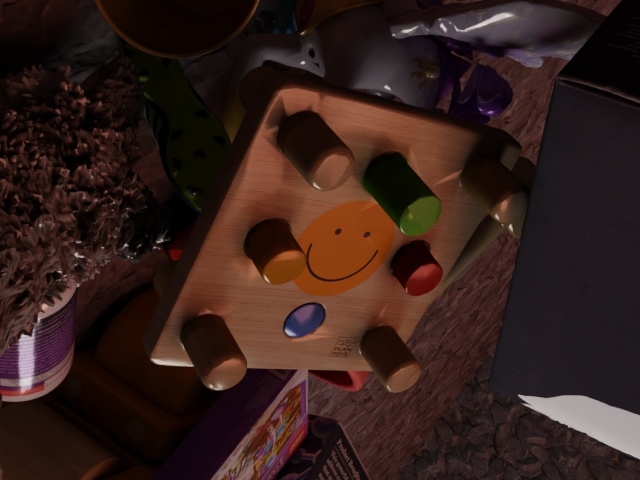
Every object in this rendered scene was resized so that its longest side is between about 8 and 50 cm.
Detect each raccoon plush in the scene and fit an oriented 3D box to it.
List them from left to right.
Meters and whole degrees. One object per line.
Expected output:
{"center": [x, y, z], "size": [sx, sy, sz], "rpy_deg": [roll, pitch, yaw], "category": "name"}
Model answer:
{"center": [-0.179, 0.024, 0.597], "size": [0.299, 0.446, 0.216], "rpy_deg": [-15, 130, -32], "category": "raccoon plush"}

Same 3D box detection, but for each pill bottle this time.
{"center": [-0.277, 0.053, 0.846], "size": [0.108, 0.108, 0.193], "rpy_deg": [-30, 153, -37], "category": "pill bottle"}

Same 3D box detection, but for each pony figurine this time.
{"center": [0.079, -0.176, 0.890], "size": [0.351, 0.303, 0.363], "rpy_deg": [15, 97, -39], "category": "pony figurine"}

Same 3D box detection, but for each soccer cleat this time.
{"center": [-0.118, -0.096, 0.798], "size": [0.060, 0.178, 0.072], "rpy_deg": [-25, 163, -8], "category": "soccer cleat"}

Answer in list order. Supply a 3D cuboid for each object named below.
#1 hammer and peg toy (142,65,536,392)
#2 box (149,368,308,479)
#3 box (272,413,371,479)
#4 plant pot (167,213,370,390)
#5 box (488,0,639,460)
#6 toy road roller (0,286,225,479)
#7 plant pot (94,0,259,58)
{"center": [0.054, 0.015, 0.777], "size": [0.361, 0.127, 0.266], "rpy_deg": [9, 121, -38], "category": "hammer and peg toy"}
{"center": [-0.117, 0.272, 1.050], "size": [0.293, 0.057, 0.201], "rpy_deg": [-49, 157, -31], "category": "box"}
{"center": [-0.145, 0.425, 1.228], "size": [0.395, 0.294, 0.212], "rpy_deg": [-55, 135, -36], "category": "box"}
{"center": [0.000, 0.000, 1.090], "size": [0.243, 0.275, 0.275], "rpy_deg": [-53, 160, -15], "category": "plant pot"}
{"center": [0.309, -0.042, 0.794], "size": [0.312, 0.179, 0.343], "rpy_deg": [-46, 150, -40], "category": "box"}
{"center": [-0.223, 0.187, 1.069], "size": [0.329, 0.203, 0.240], "rpy_deg": [-6, 123, -65], "category": "toy road roller"}
{"center": [-0.101, -0.212, 0.722], "size": [0.134, 0.134, 0.095], "rpy_deg": [-53, -177, 15], "category": "plant pot"}
